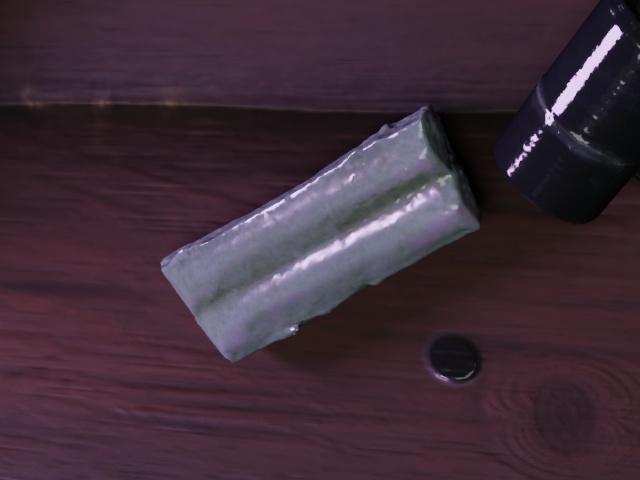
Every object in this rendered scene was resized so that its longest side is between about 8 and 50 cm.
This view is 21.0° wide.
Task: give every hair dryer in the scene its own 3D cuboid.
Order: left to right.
[{"bbox_3d":[0.215,-0.035,0.932,0.219,0.071,0.124,33,125,-5],"label":"hair dryer"}]

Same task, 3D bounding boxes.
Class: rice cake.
[{"bbox_3d":[0.000,0.000,1.052,0.226,0.040,0.085,-30,102,33],"label":"rice cake"}]
